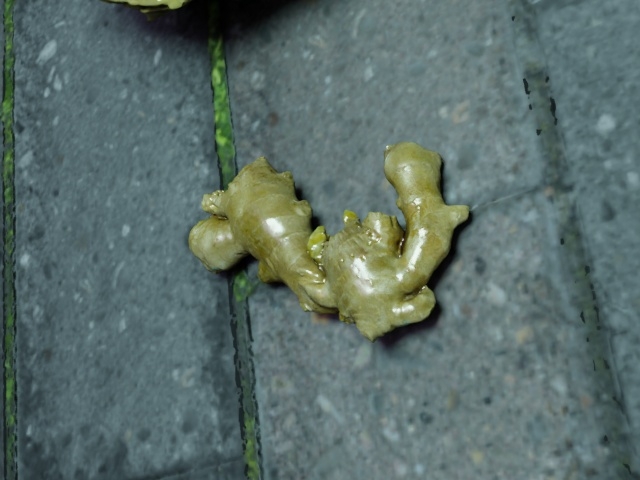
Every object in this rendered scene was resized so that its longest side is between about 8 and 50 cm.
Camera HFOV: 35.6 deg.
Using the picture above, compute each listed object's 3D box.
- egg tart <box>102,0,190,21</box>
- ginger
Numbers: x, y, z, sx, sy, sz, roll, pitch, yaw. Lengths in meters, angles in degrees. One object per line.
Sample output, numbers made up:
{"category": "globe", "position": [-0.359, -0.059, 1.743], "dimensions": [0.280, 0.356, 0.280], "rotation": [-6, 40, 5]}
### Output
{"category": "egg tart", "position": [-0.045, -0.333, 0.741], "dimensions": [0.340, 0.153, 0.351], "rotation": [0, 80, 29]}
{"category": "ginger", "position": [0.000, 0.000, 0.674], "dimensions": [0.193, 0.052, 0.176], "rotation": [-38, 53, 18]}
